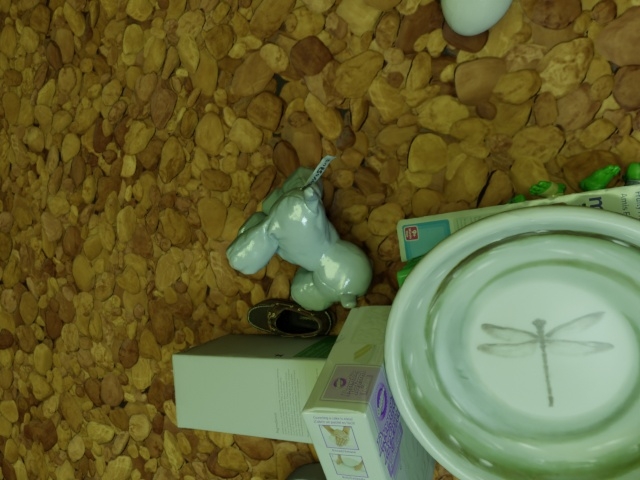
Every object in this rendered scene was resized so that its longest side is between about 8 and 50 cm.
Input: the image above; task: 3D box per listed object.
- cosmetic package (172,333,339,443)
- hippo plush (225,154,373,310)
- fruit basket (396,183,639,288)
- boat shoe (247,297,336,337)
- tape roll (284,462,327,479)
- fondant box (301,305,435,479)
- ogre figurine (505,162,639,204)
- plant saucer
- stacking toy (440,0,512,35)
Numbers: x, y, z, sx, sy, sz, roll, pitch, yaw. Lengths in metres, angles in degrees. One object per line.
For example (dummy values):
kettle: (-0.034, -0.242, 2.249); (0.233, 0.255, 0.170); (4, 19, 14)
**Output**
cosmetic package: (-0.083, 0.277, 0.885); (0.365, 0.197, 0.155); (-4, 91, 24)
hippo plush: (0.000, 0.000, 0.856); (0.236, 0.234, 0.294); (44, 129, -15)
fruit basket: (0.299, 0.107, 0.676); (0.352, 0.165, 0.328); (-6, 101, 39)
boat shoe: (-0.073, 0.161, 0.939); (0.206, 0.073, 0.073); (-4, 94, 28)
tape roll: (-0.003, 0.583, 0.932); (0.219, 0.072, 0.220); (2, 94, 25)
fondant box: (0.098, 0.306, 0.718); (0.096, 0.238, 0.331); (-7, 114, 26)
ogre figurine: (0.406, -0.041, 0.699); (0.196, 0.097, 0.118); (-10, 71, 8)
plant saucer: (0.286, 0.148, 0.577); (0.399, 0.100, 0.401); (5, 104, 21)
stacking toy: (0.308, -0.539, 0.637); (0.350, 0.350, 0.480); (29, 121, 21)
